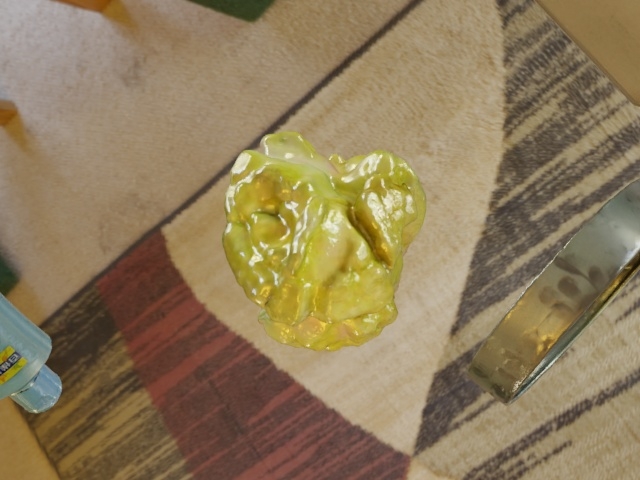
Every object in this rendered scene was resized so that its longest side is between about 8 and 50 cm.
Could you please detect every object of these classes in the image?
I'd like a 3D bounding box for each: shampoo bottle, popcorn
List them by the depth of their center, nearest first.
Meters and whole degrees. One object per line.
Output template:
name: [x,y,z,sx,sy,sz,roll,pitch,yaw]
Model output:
popcorn: [0.000,0.000,0.538,0.126,0.145,0.126,-6,113,-20]
shampoo bottle: [-0.348,0.105,0.889,0.104,0.258,0.061,-40,55,-12]

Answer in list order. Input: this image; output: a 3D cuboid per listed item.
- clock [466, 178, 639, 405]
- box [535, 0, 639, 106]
clock: [0.306,0.068,1.048,0.066,0.319,0.319,42,108,19]
box: [0.193,-0.213,0.631,0.243,0.055,0.103,45,150,-5]
